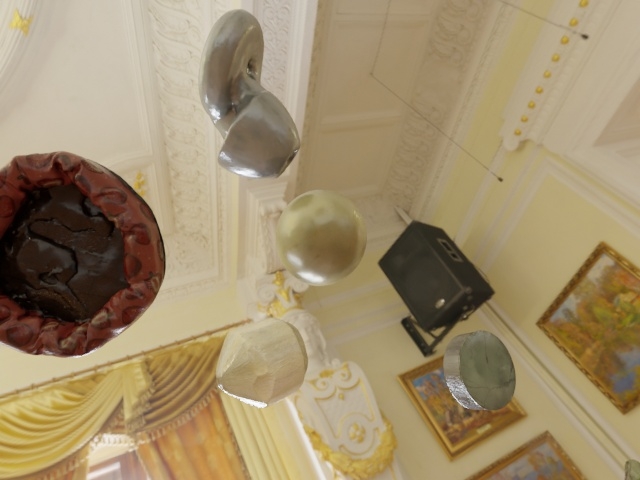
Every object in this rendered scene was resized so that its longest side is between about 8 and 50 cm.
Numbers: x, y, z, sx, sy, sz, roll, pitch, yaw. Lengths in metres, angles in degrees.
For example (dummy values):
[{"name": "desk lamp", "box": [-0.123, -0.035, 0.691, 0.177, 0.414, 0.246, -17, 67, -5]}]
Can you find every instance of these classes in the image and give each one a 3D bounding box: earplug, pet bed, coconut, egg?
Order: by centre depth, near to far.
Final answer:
[{"name": "pet bed", "box": [-0.252, 0.017, 0.413, 0.201, 0.053, 0.202, 0, -86, -6]}, {"name": "earplug", "box": [-0.145, -0.283, 0.852, 0.174, 0.214, 0.326, -8, -75, 13]}, {"name": "egg", "box": [0.000, 0.000, 0.869, 0.185, 0.186, 0.242, -19, -25, -18]}, {"name": "coconut", "box": [-0.176, 0.354, 1.212, 0.265, 0.237, 0.238, -10, -44, -37]}]

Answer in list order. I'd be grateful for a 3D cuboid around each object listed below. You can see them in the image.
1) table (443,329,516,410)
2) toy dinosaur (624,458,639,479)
[{"name": "table", "box": [0.282, 0.229, 0.746, 0.133, 0.134, 0.043, -6, -15, -31]}, {"name": "toy dinosaur", "box": [0.399, 0.320, 0.449, 0.294, 0.077, 0.162, -22, -62, -61]}]
